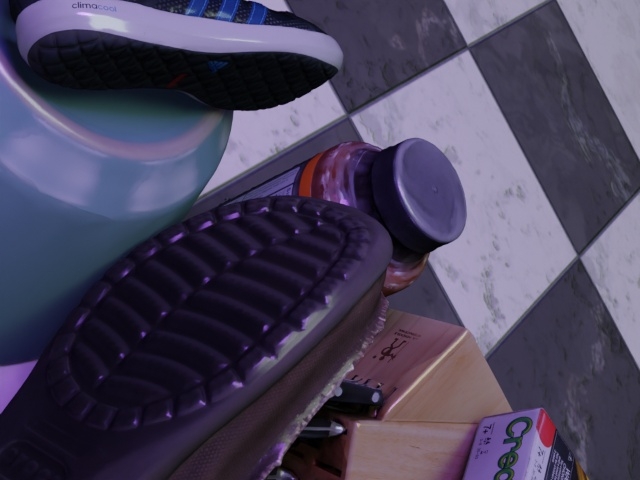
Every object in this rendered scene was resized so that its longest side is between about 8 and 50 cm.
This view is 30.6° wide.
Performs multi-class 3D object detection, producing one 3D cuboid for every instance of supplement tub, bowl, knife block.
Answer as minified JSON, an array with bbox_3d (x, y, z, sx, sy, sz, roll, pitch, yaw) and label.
[{"bbox_3d":[0.000,0.000,0.779,0.106,0.198,0.106,26,53,-40],"label":"supplement tub"},{"bbox_3d":[-0.171,-0.099,0.667,0.312,0.163,0.311,24,55,-39],"label":"bowl"},{"bbox_3d":[0.022,0.174,0.775,0.242,0.088,0.275,-42,118,-23],"label":"knife block"}]

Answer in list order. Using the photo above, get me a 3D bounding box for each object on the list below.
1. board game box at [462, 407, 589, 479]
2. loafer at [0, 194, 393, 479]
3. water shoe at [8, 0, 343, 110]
[{"bbox_3d":[0.125,0.277,0.692,0.193,0.053,0.305,55,38,-26],"label":"board game box"},{"bbox_3d":[-0.095,0.120,0.617,0.366,0.134,0.130,-44,136,-18],"label":"loafer"},{"bbox_3d":[-0.066,-0.120,0.608,0.203,0.073,0.080,1,68,-49],"label":"water shoe"}]
